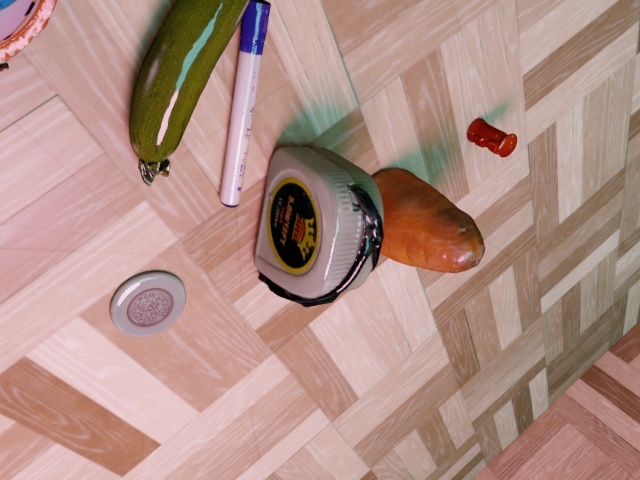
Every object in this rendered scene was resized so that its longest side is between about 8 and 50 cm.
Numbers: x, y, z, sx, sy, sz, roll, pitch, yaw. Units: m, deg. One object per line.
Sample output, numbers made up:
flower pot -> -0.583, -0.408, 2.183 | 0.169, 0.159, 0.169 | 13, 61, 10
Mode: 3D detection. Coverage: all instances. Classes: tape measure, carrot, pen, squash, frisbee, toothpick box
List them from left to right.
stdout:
frisbee -> -0.246, 0.093, 0.764 | 0.110, 0.014, 0.110 | -20, 129, -26
squash -> -0.148, -0.207, 0.591 | 0.071, 0.080, 0.318 | 28, 101, -7
pen -> -0.101, -0.167, 0.682 | 0.033, 0.033, 0.269 | -7, 123, -35
tape measure -> 0.000, 0.000, 0.758 | 0.115, 0.207, 0.235 | -8, 121, -37
carrot -> 0.173, -0.014, 0.873 | 0.159, 0.225, 0.159 | -21, 127, -30
toothpick box -> 0.308, -0.183, 0.951 | 0.047, 0.083, 0.047 | -19, 130, -25

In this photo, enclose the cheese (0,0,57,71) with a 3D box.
cheese -> -0.347, -0.213, 0.383 | 0.329, 0.129, 0.217 | -18, 136, -21
